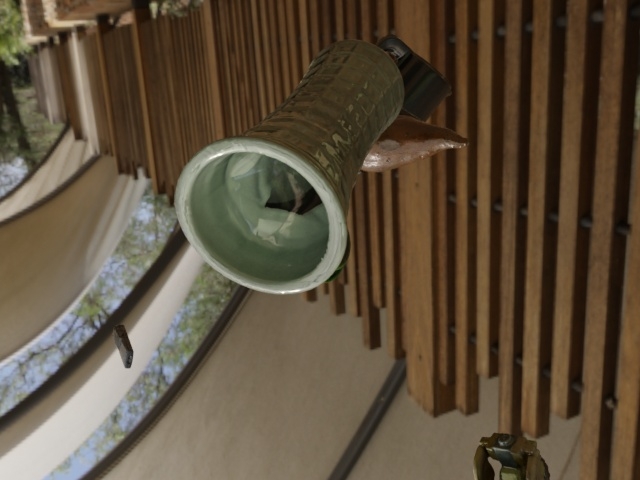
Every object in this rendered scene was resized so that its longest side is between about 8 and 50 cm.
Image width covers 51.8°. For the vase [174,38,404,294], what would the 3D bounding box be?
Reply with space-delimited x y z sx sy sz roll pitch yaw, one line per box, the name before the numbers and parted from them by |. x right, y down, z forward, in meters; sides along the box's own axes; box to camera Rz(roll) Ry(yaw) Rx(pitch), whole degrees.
vase | -0.004 -0.092 0.624 0.143 0.143 0.298 2 -148 20

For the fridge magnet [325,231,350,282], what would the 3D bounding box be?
fridge magnet | 0.000 0.000 1.596 0.088 0.207 0.208 -12 -173 38

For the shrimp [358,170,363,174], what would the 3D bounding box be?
shrimp | 0.020 -0.221 2.024 0.217 0.051 0.150 -2 155 15

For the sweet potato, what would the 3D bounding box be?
sweet potato | 0.102 -0.182 1.234 0.359 0.112 0.112 4 -163 27

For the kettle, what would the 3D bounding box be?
kettle | 0.200 -0.412 1.961 0.262 0.308 0.203 40 -170 3

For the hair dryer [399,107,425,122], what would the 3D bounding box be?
hair dryer | 0.159 -0.252 1.403 0.248 0.114 0.071 27 175 -28

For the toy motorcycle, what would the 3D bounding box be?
toy motorcycle | 0.387 0.594 1.431 0.169 0.236 0.410 -9 -155 45

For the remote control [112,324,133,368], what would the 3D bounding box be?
remote control | -0.438 0.230 1.462 0.027 0.043 0.152 12 -168 -30
